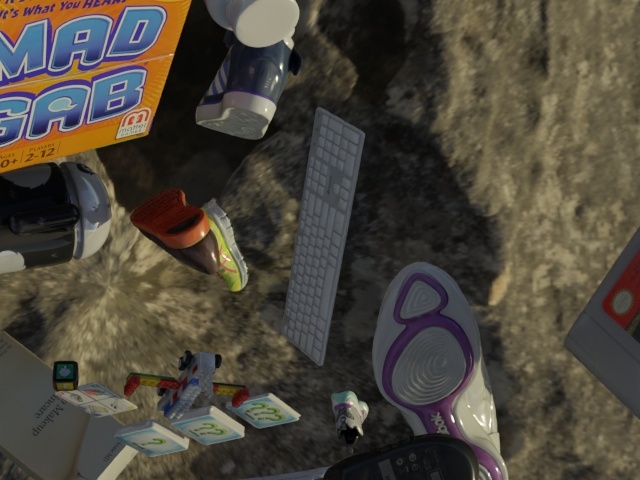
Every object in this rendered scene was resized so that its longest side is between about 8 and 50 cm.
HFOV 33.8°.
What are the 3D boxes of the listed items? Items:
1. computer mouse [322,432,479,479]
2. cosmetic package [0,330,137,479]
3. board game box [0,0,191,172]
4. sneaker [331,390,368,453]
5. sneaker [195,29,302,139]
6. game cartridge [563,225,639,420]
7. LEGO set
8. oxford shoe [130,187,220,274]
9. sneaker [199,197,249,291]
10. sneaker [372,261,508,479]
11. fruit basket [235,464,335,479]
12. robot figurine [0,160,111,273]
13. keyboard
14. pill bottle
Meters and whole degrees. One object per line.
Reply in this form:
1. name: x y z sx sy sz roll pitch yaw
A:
1. computer mouse: -0.004 0.191 0.729 0.242 0.041 0.071 -16 94 -8
2. cosmetic package: -0.483 0.317 1.827 0.309 0.113 0.160 34 66 11
3. board game box: -0.445 -0.354 1.499 0.356 0.356 0.356 -21 62 -37
4. sneaker: 0.037 0.230 1.298 0.038 0.098 0.069 -13 64 16
5. sneaker: -0.128 -0.323 1.928 0.130 0.323 0.236 15 84 -16
6. game cartridge: 0.405 0.069 1.130 0.060 0.196 0.294 -7 133 -46
7. LEGO set: -0.146 0.167 1.005 0.182 0.244 0.060 -15 58 17
8. oxford shoe: -0.232 -0.011 1.683 0.097 0.271 0.098 -33 116 -10
9. sneaker: -0.197 0.019 1.909 0.094 0.081 0.208 -28 130 -12
10. sneaker: 0.125 0.148 1.146 0.114 0.152 0.305 -11 116 7
11. fruit basket: 0.060 0.476 1.587 0.327 0.353 0.165 -5 120 -16
12. robot figurine: -0.479 -0.040 1.701 0.278 0.173 0.209 -10 48 -26
13. keyboard: 0.000 0.000 1.040 0.014 0.072 0.256 -8 120 -31
14. pill bottle: -0.102 -0.342 1.307 0.117 0.117 0.215 -18 58 -12
